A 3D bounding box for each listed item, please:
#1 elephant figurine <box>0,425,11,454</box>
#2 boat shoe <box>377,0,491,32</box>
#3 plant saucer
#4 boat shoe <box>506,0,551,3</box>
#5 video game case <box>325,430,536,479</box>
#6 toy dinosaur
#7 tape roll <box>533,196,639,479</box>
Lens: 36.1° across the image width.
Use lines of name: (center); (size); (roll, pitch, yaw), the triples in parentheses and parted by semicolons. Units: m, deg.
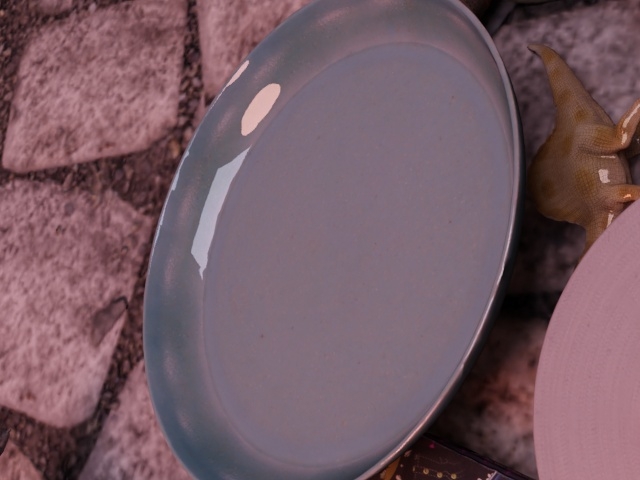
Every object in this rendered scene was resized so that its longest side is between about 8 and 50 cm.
elephant figurine: (-0.166, 0.267, 0.600); (0.239, 0.186, 0.169); (22, 44, 27)
boat shoe: (0.039, -0.184, 0.647); (0.178, 0.064, 0.060); (40, 91, 29)
plant saucer: (0.000, 0.000, 0.583); (0.317, 0.044, 0.317); (-25, 56, 42)
boat shoe: (0.191, -0.198, 0.532); (0.228, 0.081, 0.068); (-11, 73, 34)
video game case: (0.062, 0.228, 0.504); (0.210, 0.042, 0.232); (19, 85, 37)
toy dinosaur: (0.152, -0.051, 0.528); (0.093, 0.053, 0.183); (-19, 65, 30)
tape roll: (0.193, 0.073, 0.368); (0.219, 0.072, 0.219); (-7, 80, 43)
